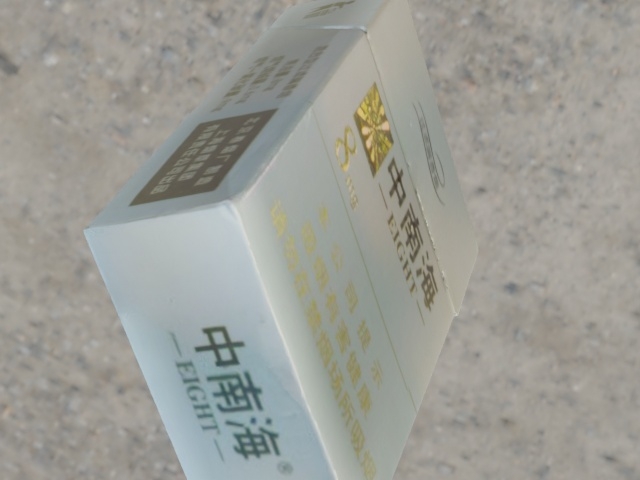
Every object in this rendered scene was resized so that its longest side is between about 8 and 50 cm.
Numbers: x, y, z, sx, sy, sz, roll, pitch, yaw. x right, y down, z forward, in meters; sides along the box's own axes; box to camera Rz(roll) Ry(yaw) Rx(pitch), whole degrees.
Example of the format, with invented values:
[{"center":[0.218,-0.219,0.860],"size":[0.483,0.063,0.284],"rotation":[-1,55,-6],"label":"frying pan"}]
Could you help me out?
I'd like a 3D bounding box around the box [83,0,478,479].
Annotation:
[{"center":[0.000,0.000,0.607],"size":[0.067,0.243,0.155],"rotation":[-7,116,22],"label":"box"}]
